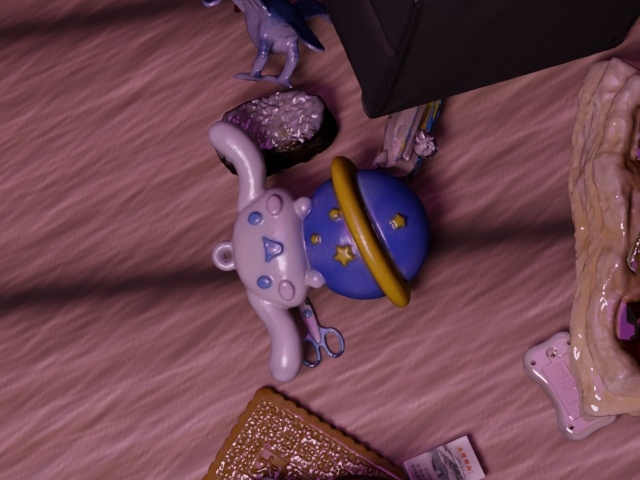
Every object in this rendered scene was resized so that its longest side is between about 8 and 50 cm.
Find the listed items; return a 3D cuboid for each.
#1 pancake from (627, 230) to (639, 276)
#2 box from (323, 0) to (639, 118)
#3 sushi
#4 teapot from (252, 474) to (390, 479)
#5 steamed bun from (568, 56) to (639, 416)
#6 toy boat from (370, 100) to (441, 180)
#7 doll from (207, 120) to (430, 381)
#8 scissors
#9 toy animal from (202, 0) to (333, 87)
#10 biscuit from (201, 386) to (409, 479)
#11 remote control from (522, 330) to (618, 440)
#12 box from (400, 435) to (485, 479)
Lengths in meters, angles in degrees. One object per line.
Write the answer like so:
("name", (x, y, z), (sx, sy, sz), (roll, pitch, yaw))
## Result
("pancake", (0.385, 0.024, 1.210), (0.129, 0.022, 0.116), (35, 97, 24))
("box", (0.196, -0.321, 1.324), (0.345, 0.251, 0.204), (-17, 72, -15))
("sushi", (-0.057, -0.135, 1.474), (0.150, 0.078, 0.090), (-23, 68, 7))
("teapot", (-0.019, 0.396, 1.263), (0.315, 0.233, 0.312), (5, 58, 33))
("steamed bun", (0.409, -0.015, 1.299), (0.247, 0.189, 0.428), (7, 75, -2))
("toy boat", (0.122, -0.164, 1.448), (0.066, 0.084, 0.210), (27, 67, -16))
("doll", (-0.005, -0.027, 1.401), (0.242, 0.159, 0.311), (-29, 88, 23))
("scissors", (-0.014, 0.095, 1.449), (0.058, 0.014, 0.119), (-22, 78, 2))
("toy animal", (-0.062, -0.281, 1.460), (0.255, 0.239, 0.176), (12, 97, 57))
("biscuit", (-0.010, 0.306, 1.396), (0.254, 0.029, 0.172), (30, 85, 15))
("remote control", (0.290, 0.168, 1.362), (0.074, 0.032, 0.122), (-29, 74, 2))
("box", (0.142, 0.267, 1.363), (0.083, 0.024, 0.054), (-20, 72, -13))
